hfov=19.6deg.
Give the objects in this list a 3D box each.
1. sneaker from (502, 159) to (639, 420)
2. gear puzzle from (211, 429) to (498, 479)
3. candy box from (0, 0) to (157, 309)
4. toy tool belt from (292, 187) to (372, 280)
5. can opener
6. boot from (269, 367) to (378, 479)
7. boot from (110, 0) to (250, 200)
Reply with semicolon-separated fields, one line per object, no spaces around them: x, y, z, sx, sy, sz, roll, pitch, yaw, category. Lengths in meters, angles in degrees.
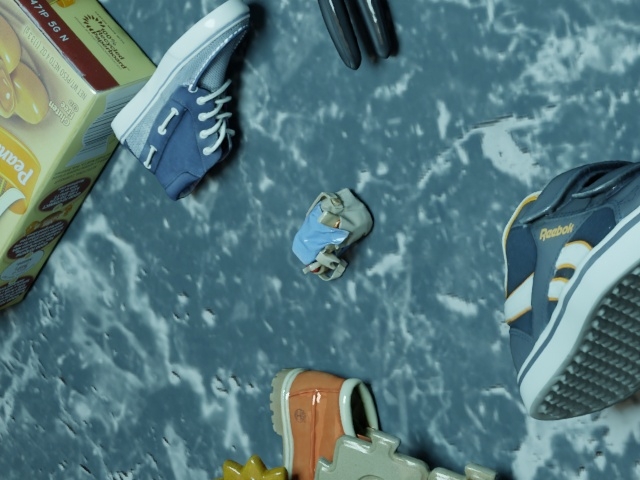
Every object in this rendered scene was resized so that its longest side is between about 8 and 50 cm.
0.197;-0.002;1.193;0.321;0.126;0.127;124;138;-55;sneaker
0.061;0.242;1.436;0.339;0.044;0.175;18;118;18;gear puzzle
-0.286;-0.094;1.613;0.183;0.087;0.316;48;128;14;candy box
0.000;0.000;1.440;0.052;0.051;0.083;45;129;17;toy tool belt
0.007;-0.217;1.362;0.059;0.073;0.186;-27;92;3;can opener
0.012;0.181;1.497;0.084;0.059;0.158;-2;104;34;boot
-0.091;-0.111;1.471;0.086;0.069;0.190;50;138;4;boot
